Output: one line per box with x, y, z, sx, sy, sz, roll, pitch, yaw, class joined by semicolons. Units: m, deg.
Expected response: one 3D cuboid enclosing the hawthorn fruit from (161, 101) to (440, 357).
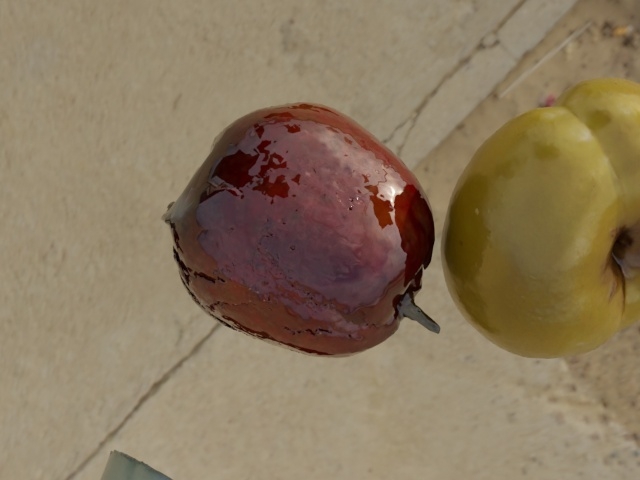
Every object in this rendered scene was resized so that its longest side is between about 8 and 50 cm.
0.000;0.000;0.811;0.172;0.148;0.148;30;67;17;hawthorn fruit

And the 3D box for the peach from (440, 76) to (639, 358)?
0.153;-0.013;0.823;0.179;0.179;0.103;-28;49;-21;peach

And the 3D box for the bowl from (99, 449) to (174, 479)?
-0.089;0.250;0.986;0.211;0.211;0.112;34;72;-4;bowl
